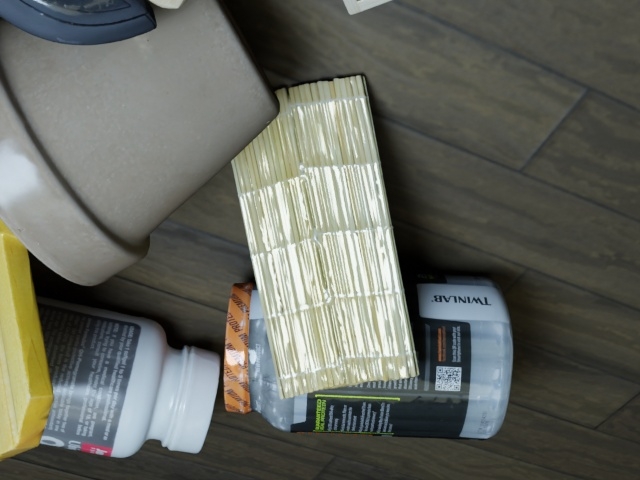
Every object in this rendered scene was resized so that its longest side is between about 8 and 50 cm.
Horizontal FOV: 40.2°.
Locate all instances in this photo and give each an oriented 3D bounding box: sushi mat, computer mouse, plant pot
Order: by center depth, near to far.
[{"bbox_3d":[-0.254,-0.203,0.640,0.262,0.184,0.060,29,86,-21],"label":"computer mouse"},{"bbox_3d":[-0.170,-0.126,0.771,0.229,0.263,0.263,-29,129,4],"label":"plant pot"},{"bbox_3d":[0.000,0.000,0.893,0.152,0.019,0.316,-10,95,13],"label":"sushi mat"}]

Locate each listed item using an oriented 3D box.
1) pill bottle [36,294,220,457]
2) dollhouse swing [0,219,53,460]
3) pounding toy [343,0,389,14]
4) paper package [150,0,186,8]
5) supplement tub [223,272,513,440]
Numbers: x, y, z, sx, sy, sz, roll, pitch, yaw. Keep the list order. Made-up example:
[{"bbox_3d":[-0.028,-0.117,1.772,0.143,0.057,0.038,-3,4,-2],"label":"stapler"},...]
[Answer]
[{"bbox_3d":[-0.294,0.170,1.085,0.319,0.176,0.176,13,133,-11],"label":"pill bottle"},{"bbox_3d":[-0.456,0.055,0.835,0.347,0.304,0.315,-25,147,36],"label":"dollhouse swing"},{"bbox_3d":[0.065,-0.266,0.699,0.141,0.100,0.130,-16,132,17],"label":"pounding toy"},{"bbox_3d":[-0.129,-0.359,0.530,0.310,0.168,0.325,27,117,-25],"label":"paper package"},{"bbox_3d":[0.051,0.131,1.026,0.316,0.193,0.193,3,134,-2],"label":"supplement tub"}]
